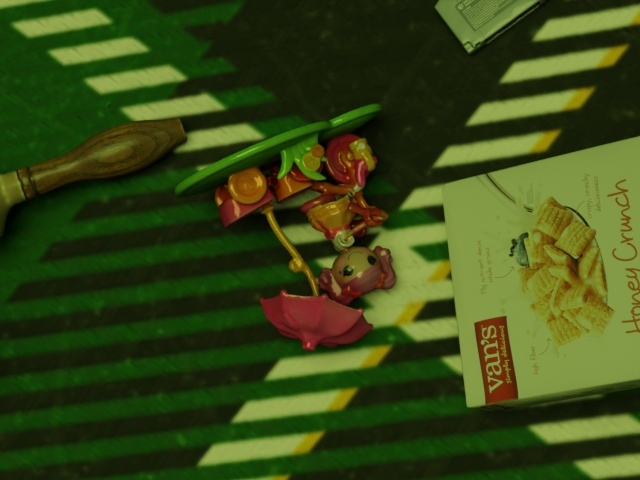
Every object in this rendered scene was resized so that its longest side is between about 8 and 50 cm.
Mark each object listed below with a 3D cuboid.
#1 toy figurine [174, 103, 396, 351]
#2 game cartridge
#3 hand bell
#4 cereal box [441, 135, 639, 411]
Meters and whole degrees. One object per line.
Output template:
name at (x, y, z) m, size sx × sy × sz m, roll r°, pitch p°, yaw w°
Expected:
toy figurine at (0.000, 0.000, 1.294) m, size 0.173 × 0.130 × 0.159 m, roll -23°, pitch 87°, yaw -18°
game cartridge at (0.134, -0.189, 1.337) m, size 0.083 × 0.017 × 0.056 m, roll -35°, pitch 77°, yaw 3°
hand bell at (-0.223, -0.049, 1.356) m, size 0.242 × 0.126 × 0.126 m, roll -20°, pitch 74°, yaw -6°
cereal box at (0.206, 0.019, 1.220) m, size 0.240 × 0.047 × 0.173 m, roll -14°, pitch 74°, yaw 30°
